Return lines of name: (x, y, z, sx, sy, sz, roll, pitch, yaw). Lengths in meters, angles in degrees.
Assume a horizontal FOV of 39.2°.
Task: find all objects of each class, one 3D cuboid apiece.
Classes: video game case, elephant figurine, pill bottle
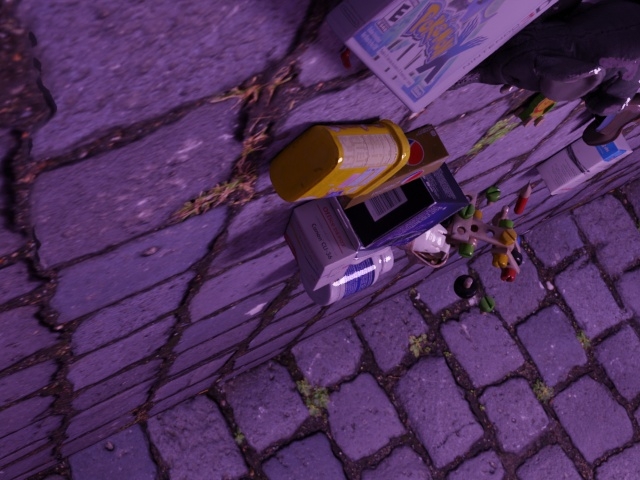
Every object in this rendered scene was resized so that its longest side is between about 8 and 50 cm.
video game case: (0.172, -0.259, 0.890, 0.300, 0.036, 0.329, -38, 167, 11)
elephant figurine: (0.300, -0.237, 1.135, 0.239, 0.169, 0.186, -2, 127, -32)
pill bottle: (0.060, 0.058, 1.924, 0.187, 0.112, 0.112, -21, 167, -31)

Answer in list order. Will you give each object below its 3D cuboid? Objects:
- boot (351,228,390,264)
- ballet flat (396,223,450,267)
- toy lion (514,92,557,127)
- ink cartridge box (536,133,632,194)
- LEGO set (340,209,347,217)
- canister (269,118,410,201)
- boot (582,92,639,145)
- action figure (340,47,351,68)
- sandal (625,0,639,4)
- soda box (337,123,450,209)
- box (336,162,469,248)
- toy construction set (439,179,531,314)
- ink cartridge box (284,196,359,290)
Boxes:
boot: (0.113, -0.014, 1.862, 0.190, 0.069, 0.086, -31, 157, -55)
ballet flat: (0.224, -0.009, 1.931, 0.107, 0.106, 0.316, -65, 160, -3)
toy lion: (0.402, -0.246, 1.617, 0.096, 0.034, 0.100, -43, 163, 28)
ink cartridge box: (0.672, -0.207, 2.296, 0.203, 0.086, 0.148, -34, 167, 29)
LEGO set: (0.065, -0.053, 1.658, 0.054, 0.023, 0.083, 11, -154, 32)
canister: (0.026, -0.106, 1.212, 0.126, 0.073, 0.170, -36, 165, 34)
boot: (0.626, -0.272, 1.992, 0.106, 0.082, 0.219, 1, 161, -23)
action figure: (0.056, -0.215, 0.915, 0.038, 0.030, 0.115, -20, 164, -27)
sandal: (0.467, -0.332, 1.251, 0.254, 0.097, 0.054, -30, 142, 5)
soda box: (0.105, -0.114, 1.391, 0.181, 0.061, 0.058, -24, 169, -21)
box: (0.149, -0.070, 1.577, 0.153, 0.108, 0.207, -34, 167, 24)
toy construction set: (0.395, -0.041, 2.121, 0.309, 0.257, 0.237, -46, 163, -21)
ink cartridge box: (0.000, 0.000, 1.512, 0.067, 0.115, 0.198, -25, 167, -16)
